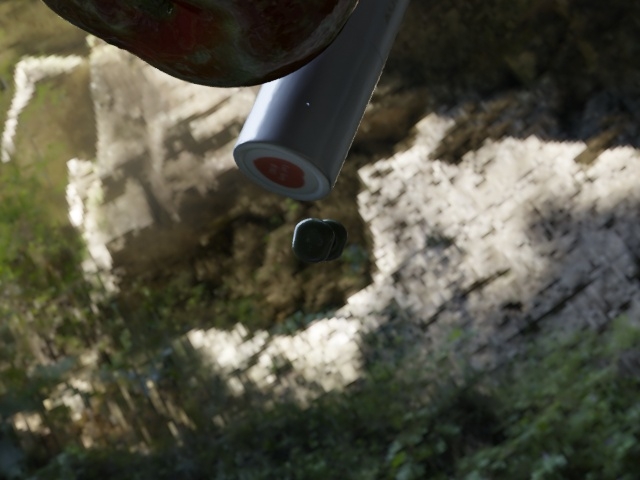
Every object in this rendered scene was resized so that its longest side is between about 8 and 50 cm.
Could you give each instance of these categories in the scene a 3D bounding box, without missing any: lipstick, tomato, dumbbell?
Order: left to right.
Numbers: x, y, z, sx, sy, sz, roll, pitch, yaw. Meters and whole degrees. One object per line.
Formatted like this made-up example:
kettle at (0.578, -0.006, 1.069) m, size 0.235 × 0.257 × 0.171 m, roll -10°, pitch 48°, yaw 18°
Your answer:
tomato at (-0.086, -0.247, 0.951) m, size 0.222 × 0.270 × 0.270 m, roll -62°, pitch -23°, yaw -19°
dumbbell at (0.000, 0.000, 1.537) m, size 0.118 × 0.046 × 0.052 m, roll 1°, pitch -76°, yaw -80°
lipstick at (0.025, -0.191, 1.121) m, size 0.087 × 0.087 × 0.326 m, roll 73°, pitch -145°, yaw -60°
